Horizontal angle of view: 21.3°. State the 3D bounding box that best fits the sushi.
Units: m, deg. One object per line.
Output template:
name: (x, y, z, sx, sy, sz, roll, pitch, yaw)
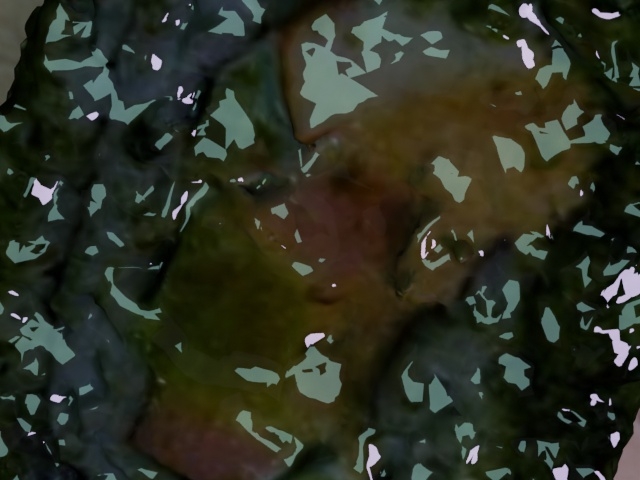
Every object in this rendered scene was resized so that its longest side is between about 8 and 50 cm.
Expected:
sushi: (0.000, 0.000, 0.712, 0.294, 0.178, 0.352, 16, 113, 1)
